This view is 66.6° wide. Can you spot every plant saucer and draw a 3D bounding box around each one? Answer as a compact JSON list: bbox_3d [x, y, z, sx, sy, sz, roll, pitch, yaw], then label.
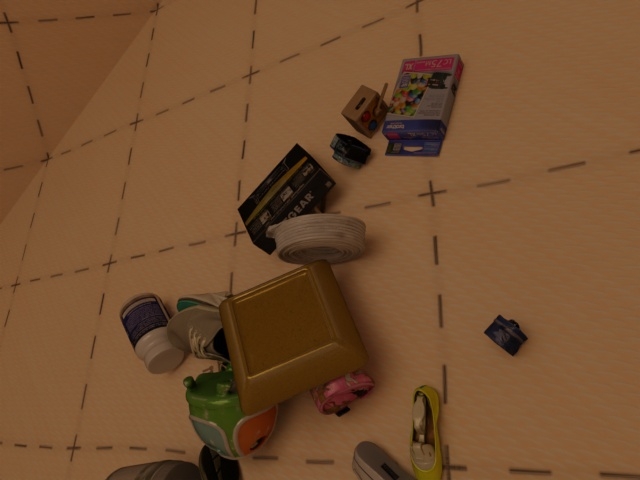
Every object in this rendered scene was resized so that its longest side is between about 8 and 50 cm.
[{"bbox_3d":[-0.091,0.214,1.224,0.332,0.081,0.333,-23,53,0],"label":"plant saucer"}]

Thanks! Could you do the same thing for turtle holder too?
[{"bbox_3d":[-0.269,0.471,1.359,0.320,0.243,0.228,-7,94,18],"label":"turtle holder"}]

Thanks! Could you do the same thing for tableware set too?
[{"bbox_3d":[-0.323,0.437,1.540,0.154,0.024,0.104,-24,60,22],"label":"tableware set"}]

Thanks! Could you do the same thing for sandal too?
[{"bbox_3d":[-0.279,0.711,1.349,0.086,0.120,0.303,-43,53,28],"label":"sandal"}]

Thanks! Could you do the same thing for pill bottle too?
[{"bbox_3d":[-0.574,0.317,1.669,0.153,0.153,0.265,-48,53,7],"label":"pill bottle"}]

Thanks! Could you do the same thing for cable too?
[{"bbox_3d":[0.000,0.000,1.363,0.257,0.257,0.089,-25,61,50],"label":"cable"}]

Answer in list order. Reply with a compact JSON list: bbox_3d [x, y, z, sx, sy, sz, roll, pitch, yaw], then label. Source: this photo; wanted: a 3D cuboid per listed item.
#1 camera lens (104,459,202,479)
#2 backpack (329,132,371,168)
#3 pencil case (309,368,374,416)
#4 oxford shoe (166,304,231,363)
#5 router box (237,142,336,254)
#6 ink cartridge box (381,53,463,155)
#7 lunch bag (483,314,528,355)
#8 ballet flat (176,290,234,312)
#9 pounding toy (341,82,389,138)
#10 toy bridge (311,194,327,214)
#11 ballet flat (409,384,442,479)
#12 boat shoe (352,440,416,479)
[{"bbox_3d":[-0.488,0.754,1.395,0.274,0.219,0.220,-20,62,25],"label":"camera lens"},{"bbox_3d":[0.084,-0.281,1.520,0.114,0.104,0.084,52,123,45],"label":"backpack"},{"bbox_3d":[-0.008,0.269,1.316,0.160,0.167,0.386,-29,55,-5],"label":"pencil case"},{"bbox_3d":[-0.323,0.286,1.431,0.449,0.130,0.169,-4,111,37],"label":"oxford shoe"},{"bbox_3d":[-0.117,-0.139,1.561,0.309,0.081,0.243,-46,35,9],"label":"router box"},{"bbox_3d":[0.299,-0.404,1.460,0.185,0.065,0.311,9,78,35],"label":"ink cartridge box"},{"bbox_3d":[0.423,0.211,1.106,0.065,0.098,0.067,-51,48,2],"label":"lunch bag"},{"bbox_3d":[-0.274,0.228,1.541,0.399,0.139,0.139,9,76,31],"label":"ballet flat"},{"bbox_3d":[0.156,-0.409,1.507,0.100,0.130,0.141,40,95,37],"label":"pounding toy"},{"bbox_3d":[-0.013,-0.087,1.525,0.026,0.063,0.188,7,65,33],"label":"toy bridge"},{"bbox_3d":[0.238,0.456,1.138,0.077,0.077,0.231,-7,68,30],"label":"ballet flat"},{"bbox_3d":[0.170,0.587,1.133,0.258,0.095,0.084,41,127,44],"label":"boat shoe"}]
